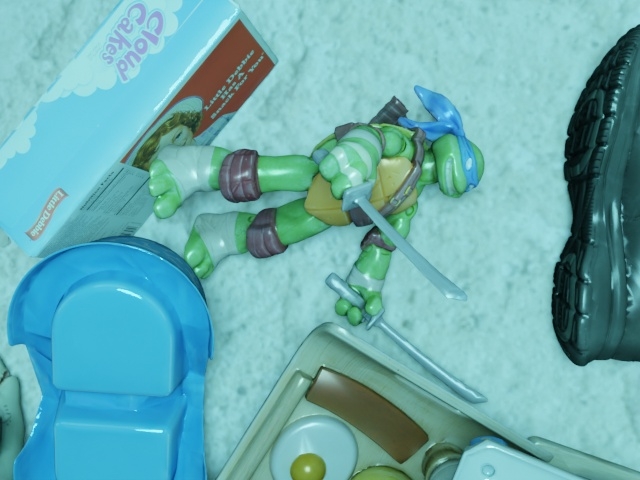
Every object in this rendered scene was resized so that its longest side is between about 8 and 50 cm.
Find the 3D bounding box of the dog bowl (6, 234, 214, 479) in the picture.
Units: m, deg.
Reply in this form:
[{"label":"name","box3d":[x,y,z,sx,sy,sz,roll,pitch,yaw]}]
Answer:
[{"label":"dog bowl","box3d":[-0.175,0.132,0.633,0.165,0.074,0.297,4,108,-3]}]

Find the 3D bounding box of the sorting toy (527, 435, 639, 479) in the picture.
[{"label":"sorting toy","box3d":[0.262,0.332,0.587,0.257,0.089,0.256,18,91,9]}]

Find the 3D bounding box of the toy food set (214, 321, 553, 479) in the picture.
[{"label":"toy food set","box3d":[0.019,0.245,0.594,0.219,0.092,0.306,31,95,-10]}]

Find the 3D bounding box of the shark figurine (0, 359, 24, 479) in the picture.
[{"label":"shark figurine","box3d":[-0.318,0.220,0.617,0.116,0.278,0.166,-12,105,-10]}]

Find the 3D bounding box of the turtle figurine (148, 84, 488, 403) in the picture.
[{"label":"turtle figurine","box3d":[0.000,0.000,0.592,0.266,0.198,0.275,-3,81,15]}]

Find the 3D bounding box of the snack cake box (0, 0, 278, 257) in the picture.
[{"label":"snack cake box","box3d":[-0.166,-0.108,0.646,0.089,0.152,0.264,42,94,9]}]

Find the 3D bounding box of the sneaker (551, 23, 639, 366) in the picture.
[{"label":"sneaker","box3d":[0.274,-0.034,0.605,0.130,0.109,0.286,5,98,3]}]

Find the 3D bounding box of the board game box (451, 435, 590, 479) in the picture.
[{"label":"board game box","box3d":[0.225,0.380,0.517,0.390,0.050,0.390,21,100,9]}]
